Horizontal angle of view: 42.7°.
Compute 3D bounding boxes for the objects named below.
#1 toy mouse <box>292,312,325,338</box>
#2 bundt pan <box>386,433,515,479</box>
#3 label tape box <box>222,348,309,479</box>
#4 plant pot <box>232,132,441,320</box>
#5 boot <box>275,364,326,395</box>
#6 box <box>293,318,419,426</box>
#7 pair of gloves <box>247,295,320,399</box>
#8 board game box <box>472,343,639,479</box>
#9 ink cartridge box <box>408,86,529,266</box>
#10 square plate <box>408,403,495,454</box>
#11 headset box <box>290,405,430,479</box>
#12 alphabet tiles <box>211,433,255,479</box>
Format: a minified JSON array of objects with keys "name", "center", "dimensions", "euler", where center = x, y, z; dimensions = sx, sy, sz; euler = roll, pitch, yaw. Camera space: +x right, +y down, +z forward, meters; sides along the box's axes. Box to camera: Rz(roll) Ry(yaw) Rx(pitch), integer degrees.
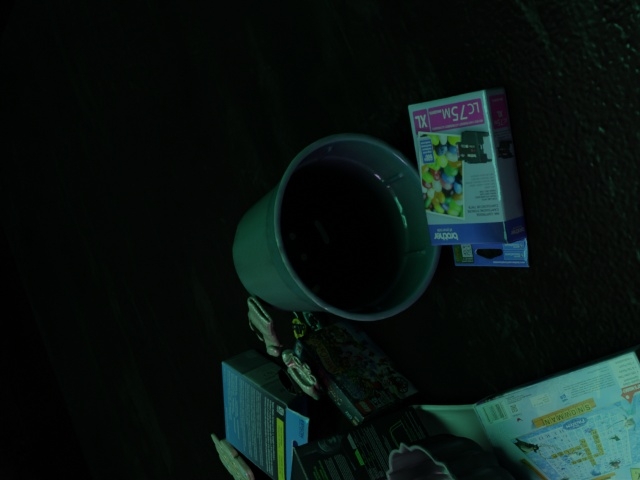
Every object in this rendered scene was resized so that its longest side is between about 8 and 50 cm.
[{"name":"toy mouse","center":[-0.010,0.217,1.917],"dimensions":[0.143,0.031,0.161],"euler":[-11,95,54]},{"name":"bundt pan","center":[0.256,0.482,1.419],"dimensions":[0.331,0.124,0.331],"euler":[43,144,44]},{"name":"label tape box","center":[-0.108,0.462,2.073],"dimensions":[0.347,0.115,0.249],"euler":[23,121,44]},{"name":"plant pot","center":[0.000,0.000,1.598],"dimensions":[0.334,0.341,0.341],"euler":[-20,87,61]},{"name":"boot","center":[-0.005,0.337,1.845],"dimensions":[0.198,0.137,0.077],"euler":[48,136,8]},{"name":"box","center":[0.073,0.274,1.724],"dimensions":[0.233,0.159,0.044],"euler":[47,136,31]},{"name":"pair of gloves","center":[-0.079,0.236,1.712],"dimensions":[0.240,0.042,0.204],"euler":[50,169,12]},{"name":"board game box","center":[0.443,0.362,1.309],"dimensions":[0.318,0.066,0.318],"euler":[-30,79,42]},{"name":"ink cartridge box","center":[0.258,-0.099,1.428],"dimensions":[0.186,0.065,0.311],"euler":[-1,104,53]},{"name":"square plate","center":[0.336,0.468,1.549],"dimensions":[0.344,0.049,0.347],"euler":[-19,88,53]},{"name":"headset box","center":[0.073,0.488,1.646],"dimensions":[0.246,0.283,0.131],"euler":[94,154,-48]},{"name":"alphabet tiles","center":[-0.211,0.667,2.281],"dimensions":[0.278,0.021,0.284],"euler":[42,153,37]}]
